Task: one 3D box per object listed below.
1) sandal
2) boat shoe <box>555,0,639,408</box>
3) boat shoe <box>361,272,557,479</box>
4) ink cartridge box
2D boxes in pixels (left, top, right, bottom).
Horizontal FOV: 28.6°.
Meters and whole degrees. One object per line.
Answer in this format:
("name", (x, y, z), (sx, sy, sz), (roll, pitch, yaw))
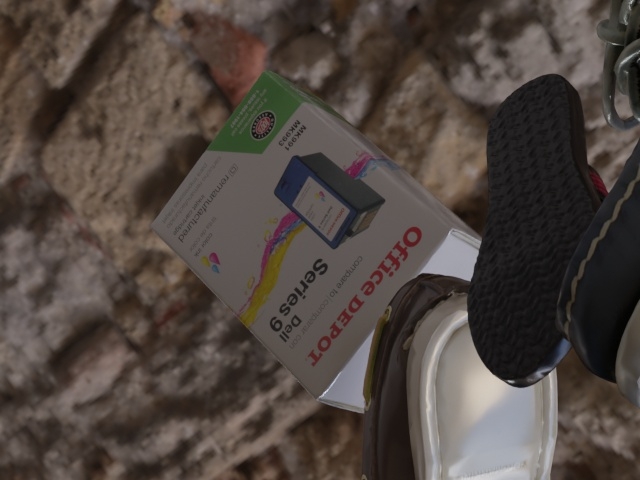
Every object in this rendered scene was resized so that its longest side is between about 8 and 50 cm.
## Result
("sandal", (0.103, -0.007, 0.555), (0.067, 0.040, 0.179), (-29, -148, 32))
("boat shoe", (0.127, -0.064, 0.370), (0.254, 0.079, 0.095), (-54, 157, -22))
("boat shoe", (0.076, 0.181, 0.765), (0.116, 0.324, 0.097), (-5, -167, -19))
("ink cartridge box", (0.000, 0.000, 0.923), (0.154, 0.212, 0.093), (-52, 149, 10))
